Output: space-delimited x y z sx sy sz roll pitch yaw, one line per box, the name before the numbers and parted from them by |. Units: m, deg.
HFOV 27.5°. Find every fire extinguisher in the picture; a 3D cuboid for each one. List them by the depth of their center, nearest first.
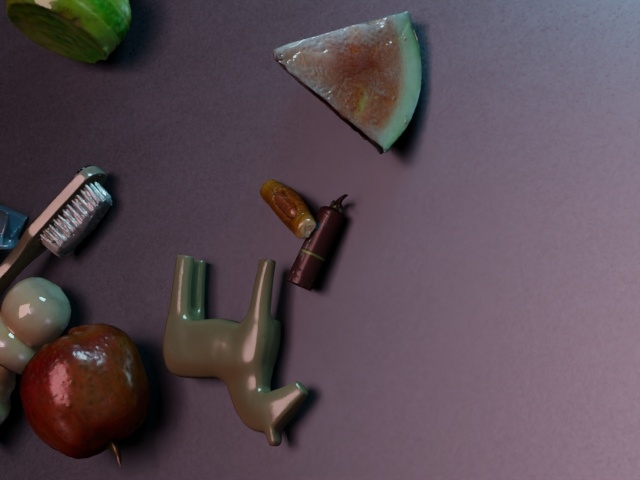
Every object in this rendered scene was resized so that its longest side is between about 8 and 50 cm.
fire extinguisher | 0.000 0.000 1.704 0.132 0.039 0.056 -65 16 -6

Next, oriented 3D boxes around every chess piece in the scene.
chess piece | -0.467 0.171 1.927 0.261 0.143 0.143 -48 58 7

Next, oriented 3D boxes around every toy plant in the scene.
toy plant | -0.338 -0.442 1.978 0.224 0.184 0.316 15 71 30

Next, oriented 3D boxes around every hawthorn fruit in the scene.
hawthorn fruit | -0.311 0.218 1.786 0.179 0.179 0.200 -39 77 20

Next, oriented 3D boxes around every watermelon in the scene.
watermelon | 0.022 -0.196 1.680 0.136 0.202 0.207 126 138 -60

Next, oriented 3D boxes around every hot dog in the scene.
hot dog | -0.044 -0.047 1.731 0.044 0.028 0.137 -51 36 8

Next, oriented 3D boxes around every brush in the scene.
brush | -0.425 0.026 1.944 0.327 0.070 0.065 -45 74 6

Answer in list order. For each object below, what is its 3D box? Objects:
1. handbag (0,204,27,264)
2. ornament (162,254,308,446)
handbag | -0.560 0.045 2.054 0.179 0.062 0.229 20 90 32
ornament | -0.110 0.143 1.731 0.230 0.061 0.245 0 78 31
